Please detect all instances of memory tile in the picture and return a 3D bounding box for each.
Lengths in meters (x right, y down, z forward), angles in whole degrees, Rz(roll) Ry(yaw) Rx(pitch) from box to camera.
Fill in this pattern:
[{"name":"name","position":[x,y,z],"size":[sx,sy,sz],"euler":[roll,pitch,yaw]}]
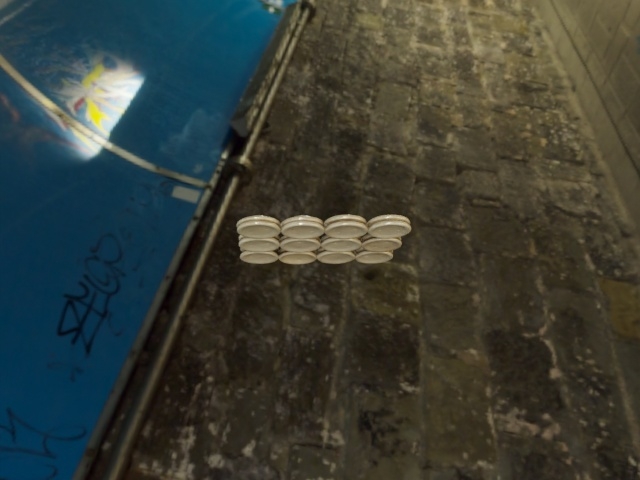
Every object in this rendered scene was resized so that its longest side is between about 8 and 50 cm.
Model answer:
[{"name":"memory tile","position":[0.000,0.000,0.542],"size":[0.113,0.147,0.012],"euler":[102,167,-70]}]
